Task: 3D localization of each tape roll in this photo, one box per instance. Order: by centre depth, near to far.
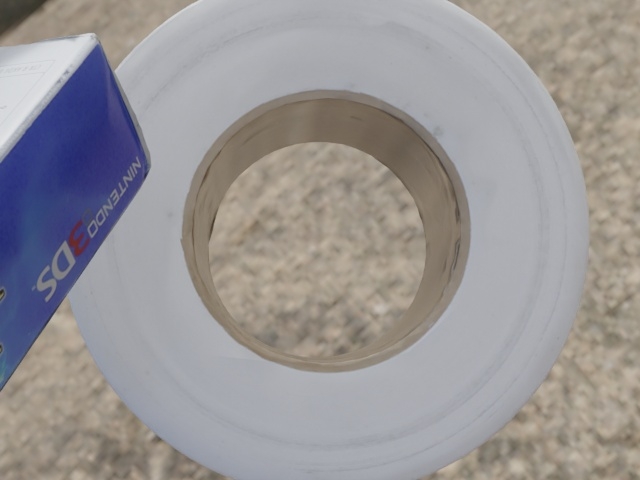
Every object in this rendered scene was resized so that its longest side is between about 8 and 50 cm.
[{"bbox_3d":[0.000,0.000,0.774,0.246,0.246,0.169,-43,-1,-3],"label":"tape roll"}]

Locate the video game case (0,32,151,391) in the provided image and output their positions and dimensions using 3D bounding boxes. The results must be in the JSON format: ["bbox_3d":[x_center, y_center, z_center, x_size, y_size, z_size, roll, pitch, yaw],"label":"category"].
[{"bbox_3d":[-0.215,0.042,0.467,0.244,0.061,0.269,-2,37,26],"label":"video game case"}]
